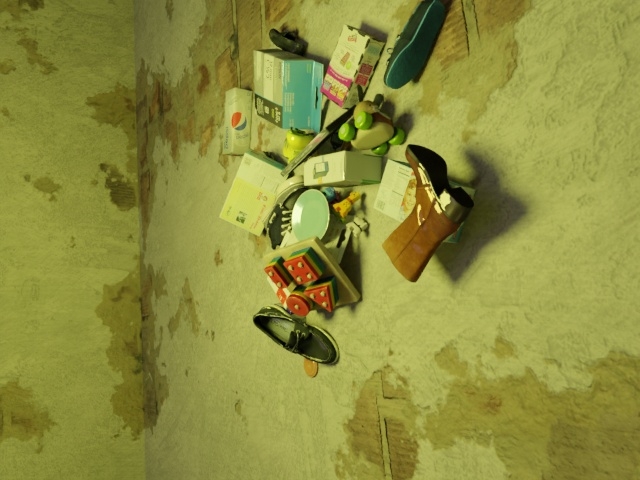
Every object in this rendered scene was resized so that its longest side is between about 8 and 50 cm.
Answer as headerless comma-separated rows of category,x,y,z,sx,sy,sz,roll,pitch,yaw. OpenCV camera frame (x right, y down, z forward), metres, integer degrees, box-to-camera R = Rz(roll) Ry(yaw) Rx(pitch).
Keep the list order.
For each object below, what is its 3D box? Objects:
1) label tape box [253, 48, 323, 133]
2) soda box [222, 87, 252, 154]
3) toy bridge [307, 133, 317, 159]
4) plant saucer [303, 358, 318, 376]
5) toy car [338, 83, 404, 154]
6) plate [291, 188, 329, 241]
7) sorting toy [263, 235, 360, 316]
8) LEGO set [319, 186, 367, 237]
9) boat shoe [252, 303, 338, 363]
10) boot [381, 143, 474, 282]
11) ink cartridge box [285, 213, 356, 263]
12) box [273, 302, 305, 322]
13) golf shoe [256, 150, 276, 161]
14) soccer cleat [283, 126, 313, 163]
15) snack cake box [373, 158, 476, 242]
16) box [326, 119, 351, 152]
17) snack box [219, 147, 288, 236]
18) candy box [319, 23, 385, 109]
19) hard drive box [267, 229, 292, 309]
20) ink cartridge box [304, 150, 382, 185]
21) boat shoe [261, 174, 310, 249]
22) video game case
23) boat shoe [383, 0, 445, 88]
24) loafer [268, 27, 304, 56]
label tape box,-0.125,-0.552,1.925,0.348,0.115,0.249,41,136,48
soda box,-0.368,-0.522,2.314,0.098,0.091,0.286,6,93,53
toy bridge,-0.037,-0.298,1.907,0.063,0.026,0.188,-8,82,53
plant saucer,-0.037,0.449,1.876,0.083,0.013,0.083,-6,83,53
toy car,0.154,-0.378,1.566,0.149,0.155,0.188,-25,56,50
plate,-0.028,-0.075,1.725,0.188,0.024,0.188,-7,81,47
sorting toy,-0.047,0.138,1.697,0.257,0.089,0.255,-19,114,43
LEGO set,0.081,-0.121,1.694,0.227,0.093,0.087,46,166,39
boat shoe,-0.097,0.330,1.803,0.340,0.113,0.127,33,109,26
boot,0.243,-0.074,1.345,0.264,0.096,0.280,56,137,27
ink cartridge box,0.000,0.000,1.750,0.232,0.066,0.189,7,63,28
box,-0.123,0.313,1.950,0.126,0.072,0.137,12,97,53
golf shoe,-0.276,-0.240,2.152,0.105,0.120,0.272,35,117,47
soccer cleat,-0.082,-0.320,1.793,0.289,0.093,0.121,-119,46,-80
snack cake box,0.276,-0.112,1.422,0.264,0.089,0.152,35,114,48
box,0.060,-0.353,1.779,0.136,0.028,0.081,45,123,43
snack box,-0.264,-0.186,2.080,0.322,0.187,0.060,-61,6,31
candy box,0.099,-0.562,1.700,0.159,0.071,0.233,50,127,43
hard drive box,-0.087,0.107,1.901,0.181,0.089,0.232,51,127,43
ink cartridge box,0.068,-0.220,1.653,0.212,0.154,0.093,3,93,53
boat shoe,-0.110,-0.092,1.922,0.340,0.127,0.158,-49,54,55
video game case,-0.005,-0.322,1.703,0.026,0.196,0.274,49,137,-6
boat shoe,0.260,-0.552,1.479,0.258,0.109,0.089,-55,38,14
loafer,-0.128,-0.773,2.022,0.223,0.076,0.078,52,123,35
